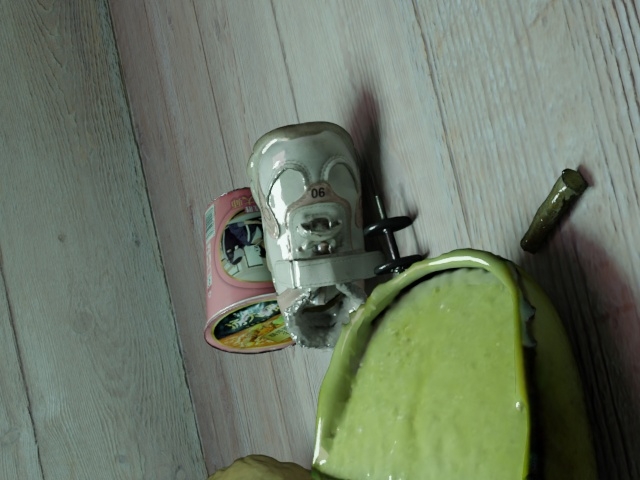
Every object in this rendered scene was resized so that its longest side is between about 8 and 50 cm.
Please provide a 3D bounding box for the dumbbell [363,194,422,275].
[{"bbox_3d":[0.099,0.007,1.254,0.069,0.069,0.147,137,119,-66],"label":"dumbbell"}]

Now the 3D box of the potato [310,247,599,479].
[{"bbox_3d":[0.180,0.166,0.988,0.330,0.213,0.280,0,75,48],"label":"potato"}]

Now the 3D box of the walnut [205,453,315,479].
[{"bbox_3d":[-0.086,0.580,1.684,0.381,0.381,0.381,169,90,-70],"label":"walnut"}]

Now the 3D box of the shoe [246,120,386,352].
[{"bbox_3d":[0.003,-0.001,1.350,0.198,0.172,0.351,-109,8,-47],"label":"shoe"}]

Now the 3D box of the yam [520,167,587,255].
[{"bbox_3d":[0.234,-0.021,0.943,0.129,0.027,0.033,106,148,-52],"label":"yam"}]

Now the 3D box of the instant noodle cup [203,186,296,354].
[{"bbox_3d":[-0.113,0.047,1.661,0.244,0.244,0.255,112,151,-56],"label":"instant noodle cup"}]
